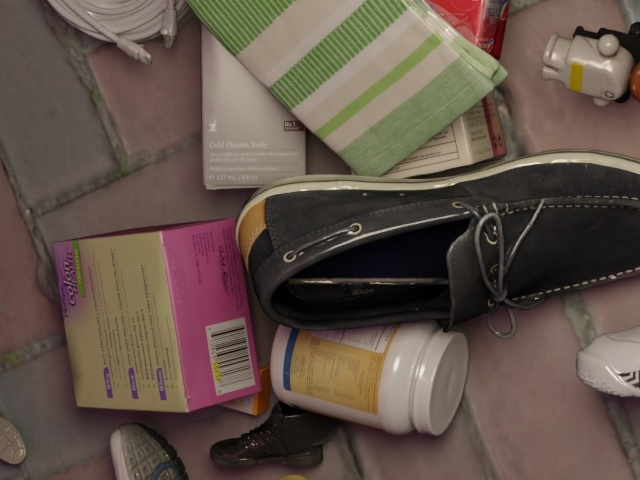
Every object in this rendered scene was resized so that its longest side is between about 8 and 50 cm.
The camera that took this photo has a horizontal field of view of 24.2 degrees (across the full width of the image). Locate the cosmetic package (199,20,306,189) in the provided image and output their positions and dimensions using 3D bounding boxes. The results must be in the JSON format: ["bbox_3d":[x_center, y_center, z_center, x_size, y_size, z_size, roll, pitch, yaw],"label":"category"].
[{"bbox_3d":[-0.079,-0.186,1.750,0.127,0.107,0.238,-3,101,-3],"label":"cosmetic package"}]

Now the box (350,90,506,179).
[{"bbox_3d":[0.101,-0.187,1.669,0.148,0.127,0.232,-10,93,27],"label":"box"}]

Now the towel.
[{"bbox_3d":[0.005,-0.222,1.518,0.325,0.038,0.248,43,140,-10],"label":"towel"}]

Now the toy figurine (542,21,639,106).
[{"bbox_3d":[0.327,-0.237,1.508,0.148,0.209,0.213,17,106,17],"label":"toy figurine"}]

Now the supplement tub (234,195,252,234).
[{"bbox_3d":[0.000,0.000,1.760,0.197,0.106,0.106,15,104,24],"label":"supplement tub"}]

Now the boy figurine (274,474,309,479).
[{"bbox_3d":[0.030,0.366,1.780,0.285,0.092,0.177,31,155,32],"label":"boy figurine"}]

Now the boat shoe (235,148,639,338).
[{"bbox_3d":[0.160,0.015,1.574,0.500,0.156,0.187,-3,132,0],"label":"boat shoe"}]

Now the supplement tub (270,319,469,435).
[{"bbox_3d":[0.058,0.143,1.731,0.199,0.144,0.144,13,103,23],"label":"supplement tub"}]

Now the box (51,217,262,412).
[{"bbox_3d":[-0.202,0.091,1.818,0.243,0.117,0.214,-5,95,48],"label":"box"}]

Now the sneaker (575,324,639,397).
[{"bbox_3d":[0.433,0.040,1.520,0.365,0.137,0.210,-9,90,9],"label":"sneaker"}]

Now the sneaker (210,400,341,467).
[{"bbox_3d":[-0.053,0.232,1.838,0.170,0.051,0.089,0,111,6],"label":"sneaker"}]

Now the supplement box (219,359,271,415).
[{"bbox_3d":[-0.112,0.177,1.878,0.098,0.036,0.062,13,104,23],"label":"supplement box"}]

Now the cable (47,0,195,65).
[{"bbox_3d":[-0.239,-0.371,1.828,0.257,0.089,0.257,27,108,20],"label":"cable"}]

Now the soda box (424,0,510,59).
[{"bbox_3d":[0.062,-0.254,1.559,0.263,0.083,0.092,15,104,24],"label":"soda box"}]

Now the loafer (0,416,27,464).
[{"bbox_3d":[-0.450,0.262,2.060,0.125,0.039,0.045,40,80,12],"label":"loafer"}]

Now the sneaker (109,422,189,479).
[{"bbox_3d":[-0.229,0.384,1.932,0.129,0.111,0.297,-14,91,33],"label":"sneaker"}]
